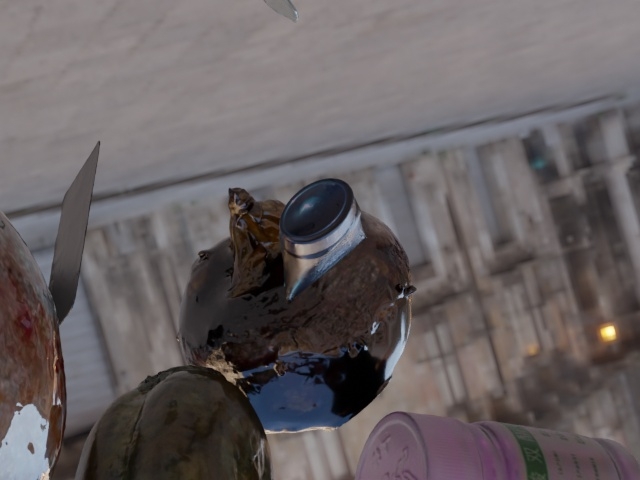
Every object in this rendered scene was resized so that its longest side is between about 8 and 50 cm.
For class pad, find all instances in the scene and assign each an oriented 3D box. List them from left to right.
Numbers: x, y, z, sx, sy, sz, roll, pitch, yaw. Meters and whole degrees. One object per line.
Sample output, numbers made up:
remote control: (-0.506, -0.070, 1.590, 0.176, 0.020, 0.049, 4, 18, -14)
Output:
pad: (-0.210, 0.006, 1.256, 0.003, 0.157, 0.112, 15, 149, -19)

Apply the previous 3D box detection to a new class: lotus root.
lotus root: (-0.161, 0.304, 1.731, 0.250, 0.250, 0.346, -15, -135, 13)

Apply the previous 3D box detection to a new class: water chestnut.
water chestnut: (-0.046, 0.066, 1.997, 0.335, 0.347, 0.335, -26, -158, 11)

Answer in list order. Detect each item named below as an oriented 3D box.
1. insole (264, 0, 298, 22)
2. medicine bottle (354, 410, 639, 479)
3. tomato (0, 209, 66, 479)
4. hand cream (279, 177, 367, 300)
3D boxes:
insole: (-0.082, -0.245, 1.188, 0.004, 0.197, 0.065, -46, -161, -10)
medicine bottle: (0.228, 0.335, 1.905, 0.325, 0.212, 0.212, 11, 171, -22)
tomato: (-0.305, 0.090, 0.902, 0.282, 0.317, 0.316, -10, 177, -42)
hand cream: (0.000, 0.000, 1.649, 0.120, 0.061, 0.270, -41, 169, -7)
